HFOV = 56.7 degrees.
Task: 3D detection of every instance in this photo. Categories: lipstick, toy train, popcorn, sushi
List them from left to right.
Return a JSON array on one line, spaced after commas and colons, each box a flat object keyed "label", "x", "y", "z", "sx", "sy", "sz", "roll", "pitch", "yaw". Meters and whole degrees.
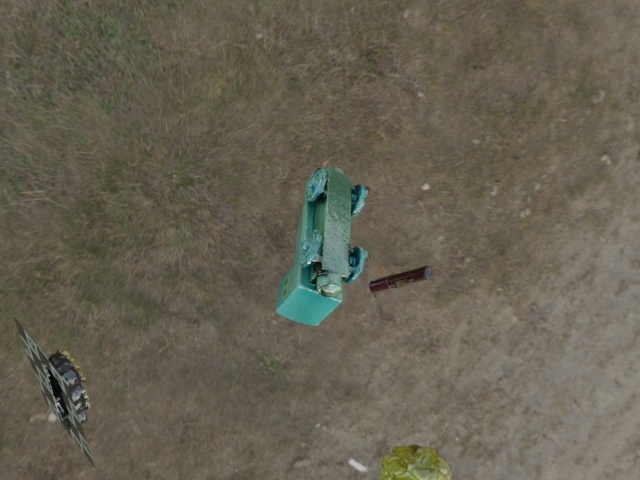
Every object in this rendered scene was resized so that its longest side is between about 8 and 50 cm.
[{"label": "sushi", "x": -0.415, "y": 0.238, "z": 0.978, "sx": 0.051, "sy": 0.192, "sz": 0.215, "roll": -29, "pitch": 135, "yaw": -36}, {"label": "toy train", "x": 0.000, "y": 0.000, "z": 1.135, "sx": 0.120, "sy": 0.194, "sz": 0.298, "roll": 21, "pitch": 48, "yaw": -18}, {"label": "lipstick", "x": 0.125, "y": 0.061, "z": 0.928, "sx": 0.027, "sy": 0.176, "sz": 0.027, "roll": 5, "pitch": 77, "yaw": -20}, {"label": "popcorn", "x": 0.162, "y": 0.396, "z": 1.007, "sx": 0.121, "sy": 0.106, "sz": 0.116, "roll": 32, "pitch": 57, "yaw": 19}]
